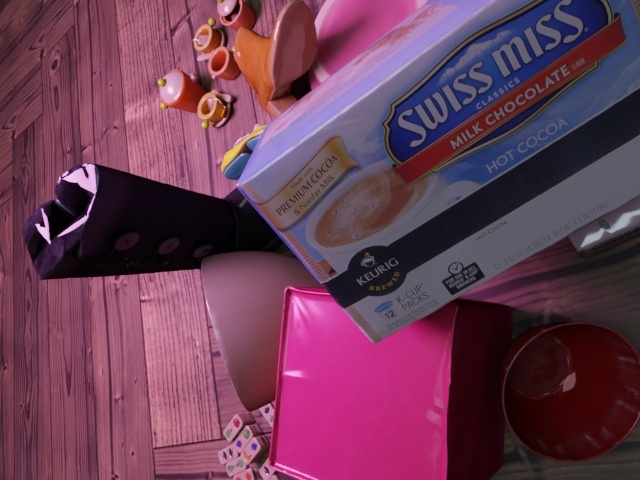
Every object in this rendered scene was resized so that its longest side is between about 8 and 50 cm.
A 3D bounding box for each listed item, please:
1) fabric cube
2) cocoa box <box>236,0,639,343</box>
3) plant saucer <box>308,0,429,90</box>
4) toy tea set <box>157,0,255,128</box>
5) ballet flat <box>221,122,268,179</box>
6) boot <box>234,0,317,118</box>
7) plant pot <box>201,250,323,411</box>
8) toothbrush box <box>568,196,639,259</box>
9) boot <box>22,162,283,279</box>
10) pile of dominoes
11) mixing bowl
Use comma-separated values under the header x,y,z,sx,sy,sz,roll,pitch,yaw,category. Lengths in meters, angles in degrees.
x,y,z,sx,sy,sz,roll,pitch,yaw,category
0.111,0.202,0.661,0.254,0.258,0.258,2,84,36,fabric cube
0.125,-0.108,0.487,0.347,0.228,0.231,-33,23,16,cocoa box
0.102,-0.387,0.867,0.333,0.084,0.331,-6,79,33,plant saucer
-0.292,-0.455,1.123,0.200,0.124,0.335,21,95,35,toy tea set
-0.145,-0.214,1.010,0.231,0.077,0.077,-25,55,39,ballet flat
-0.109,-0.383,0.916,0.104,0.295,0.211,-29,65,-21,boot
-0.076,0.136,0.822,0.191,0.284,0.283,-18,69,-5,plant pot
0.377,-0.147,0.614,0.206,0.122,0.283,-33,65,25,toothbrush box
-0.224,-0.074,0.819,0.146,0.445,0.367,47,109,30,boot
-0.110,0.468,0.905,0.251,0.040,0.195,44,108,32,pile of dominoes
0.310,0.183,0.603,0.182,0.098,0.181,0,95,-2,mixing bowl
